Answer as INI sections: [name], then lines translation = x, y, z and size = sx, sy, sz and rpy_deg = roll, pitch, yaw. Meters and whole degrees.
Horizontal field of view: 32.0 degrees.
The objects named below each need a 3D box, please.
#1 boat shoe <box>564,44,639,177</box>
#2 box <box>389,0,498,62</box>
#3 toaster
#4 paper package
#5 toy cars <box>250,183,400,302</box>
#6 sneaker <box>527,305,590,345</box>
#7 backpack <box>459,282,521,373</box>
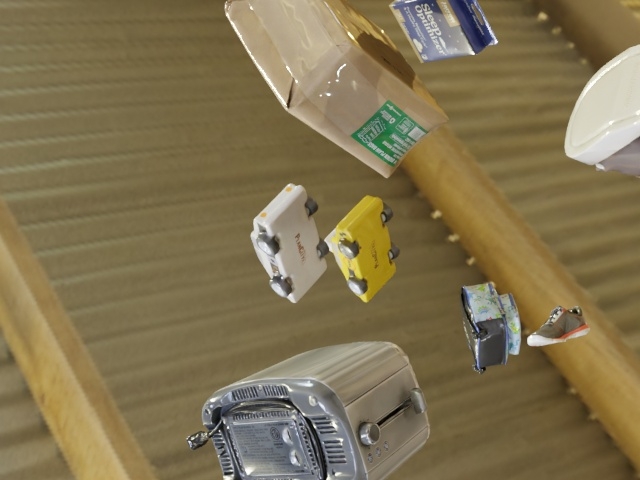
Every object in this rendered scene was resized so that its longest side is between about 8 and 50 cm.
[boat shoe]
translation = 0.302, -0.112, 0.834
size = 0.096, 0.324, 0.117
rpy_deg = 23, -106, -12
[box]
translation = 0.232, -0.413, 2.131
size = 0.036, 0.225, 0.136
rpy_deg = -41, -69, -22
[toaster]
translation = -0.005, 0.175, 1.071
size = 0.146, 0.227, 0.129
rpy_deg = -22, -85, -45
[paper package]
translation = 0.029, -0.310, 2.000
size = 0.325, 0.168, 0.309
rpy_deg = 29, -156, -48
[toy cars]
translation = 0.000, 0.000, 1.678
size = 0.087, 0.176, 0.393
rpy_deg = 28, -168, 31
[sneaker]
translation = 0.430, 0.155, 2.050
size = 0.158, 0.061, 0.065
rpy_deg = -10, -94, -44
[backpack]
translation = 0.258, 0.123, 1.693
size = 0.084, 0.105, 0.114
rpy_deg = -11, -139, -2
